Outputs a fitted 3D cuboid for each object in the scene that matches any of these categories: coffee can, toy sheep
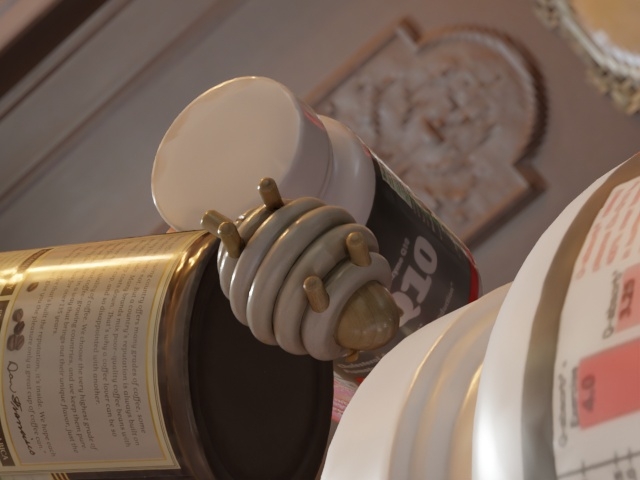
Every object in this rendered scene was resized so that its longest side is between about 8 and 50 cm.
[{"bbox_3d":[-0.157,0.098,1.261,0.201,0.275,0.201,19,-111,-60],"label":"coffee can"},{"bbox_3d":[-0.012,0.016,0.932,0.132,0.091,0.091,37,-176,28],"label":"toy sheep"}]

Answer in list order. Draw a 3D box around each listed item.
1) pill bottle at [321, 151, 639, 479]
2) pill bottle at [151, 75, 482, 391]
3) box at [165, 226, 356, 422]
[{"bbox_3d":[0.166,0.048,0.401,0.210,0.363,0.210,14,-115,-31],"label":"pill bottle"},{"bbox_3d":[0.000,0.000,1.418,0.283,0.161,0.161,41,-167,-48],"label":"pill bottle"},{"bbox_3d":[-0.021,0.066,1.774,0.300,0.154,0.142,21,155,38],"label":"box"}]
